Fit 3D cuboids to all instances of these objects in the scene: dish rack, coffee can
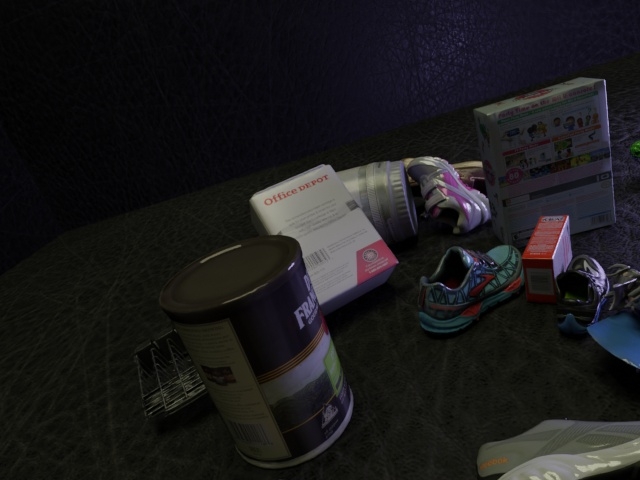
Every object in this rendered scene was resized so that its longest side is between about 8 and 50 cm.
[{"bbox_3d":[-0.260,0.239,0.857,0.208,0.074,0.271,-32,27,-16],"label":"dish rack"},{"bbox_3d":[-0.084,0.157,0.642,0.202,0.275,0.201,-16,22,7],"label":"coffee can"}]

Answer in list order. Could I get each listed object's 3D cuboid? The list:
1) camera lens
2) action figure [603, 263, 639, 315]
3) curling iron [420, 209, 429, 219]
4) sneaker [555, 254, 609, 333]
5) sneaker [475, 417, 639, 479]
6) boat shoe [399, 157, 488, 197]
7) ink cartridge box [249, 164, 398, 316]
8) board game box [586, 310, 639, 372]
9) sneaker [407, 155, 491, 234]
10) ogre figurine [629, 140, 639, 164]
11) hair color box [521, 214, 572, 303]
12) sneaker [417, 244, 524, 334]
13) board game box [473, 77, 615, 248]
[{"bbox_3d":[0.101,-0.083,1.149,0.275,0.219,0.219,-11,23,18],"label":"camera lens"},{"bbox_3d":[0.514,0.087,0.560,0.186,0.099,0.285,-15,24,-21],"label":"action figure"},{"bbox_3d":[0.381,-0.136,1.302,0.274,0.035,0.068,-33,26,-32],"label":"curling iron"},{"bbox_3d":[0.425,0.073,0.704,0.067,0.078,0.188,0,27,39],"label":"sneaker"},{"bbox_3d":[0.291,0.218,0.441,0.272,0.100,0.108,-16,16,8],"label":"sneaker"},{"bbox_3d":[0.372,-0.147,1.221,0.342,0.123,0.123,11,63,15],"label":"boat shoe"},{"bbox_3d":[0.000,0.000,0.949,0.207,0.283,0.117,-26,-21,-18],"label":"ink cartridge box"},{"bbox_3d":[0.434,0.148,0.565,0.169,0.033,0.133,-9,25,-32],"label":"board game box"},{"bbox_3d":[0.309,-0.115,1.099,0.111,0.103,0.252,-38,67,-20],"label":"sneaker"},{"bbox_3d":[0.816,-0.198,0.991,0.197,0.118,0.097,-23,18,-16],"label":"ogre figurine"},{"bbox_3d":[0.417,0.030,0.794,0.054,0.093,0.167,1,28,40],"label":"hair color box"},{"bbox_3d":[0.280,0.060,0.787,0.262,0.125,0.104,-31,25,-28],"label":"sneaker"},{"bbox_3d":[0.470,-0.156,0.914,0.224,0.303,0.097,-15,22,8],"label":"board game box"}]
